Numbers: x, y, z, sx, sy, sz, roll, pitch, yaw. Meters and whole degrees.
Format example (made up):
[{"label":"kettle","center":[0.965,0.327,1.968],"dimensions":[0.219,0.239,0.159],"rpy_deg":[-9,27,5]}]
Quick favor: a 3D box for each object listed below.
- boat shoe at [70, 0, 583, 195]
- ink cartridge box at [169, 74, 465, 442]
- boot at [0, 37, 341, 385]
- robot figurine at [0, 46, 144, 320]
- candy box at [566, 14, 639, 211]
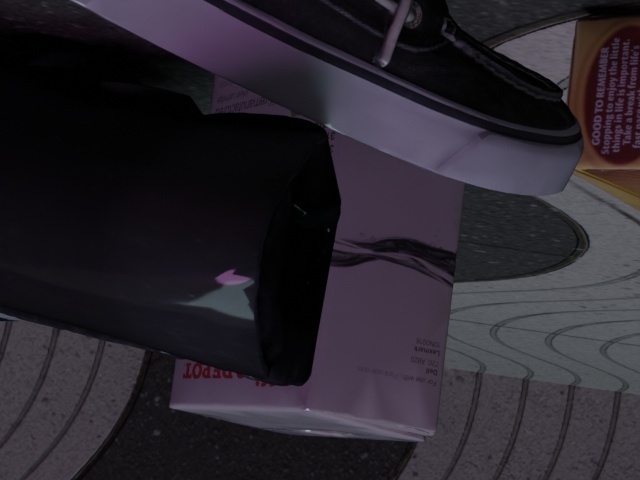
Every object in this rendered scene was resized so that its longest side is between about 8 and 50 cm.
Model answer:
[{"label":"boat shoe","center":[0.004,-0.111,0.763],"dimensions":[0.306,0.105,0.113],"rpy_deg":[23,-167,-27]},{"label":"ink cartridge box","center":[0.000,0.000,1.064],"dimensions":[0.092,0.219,0.160],"rpy_deg":[13,168,-32]},{"label":"boot","center":[-0.222,-0.040,0.722],"dimensions":[0.445,0.146,0.367],"rpy_deg":[20,-172,8]},{"label":"robot figurine","center":[-0.203,-0.036,1.178],"dimensions":[0.278,0.174,0.209],"rpy_deg":[-2,156,44]},{"label":"candy box","center":[0.301,-0.053,0.912],"dimensions":[0.316,0.088,0.183],"rpy_deg":[2,169,33]}]
